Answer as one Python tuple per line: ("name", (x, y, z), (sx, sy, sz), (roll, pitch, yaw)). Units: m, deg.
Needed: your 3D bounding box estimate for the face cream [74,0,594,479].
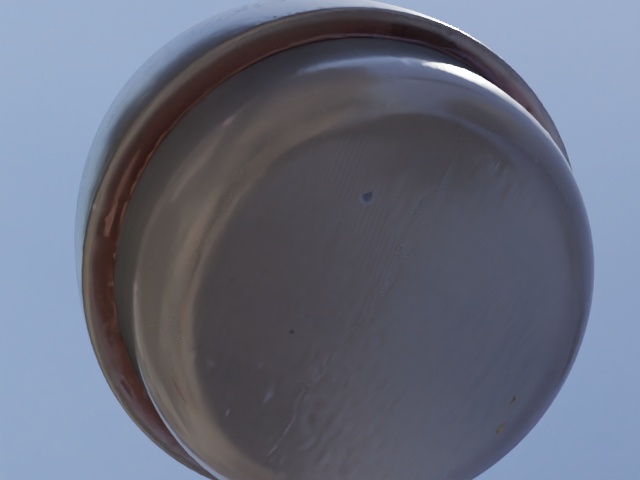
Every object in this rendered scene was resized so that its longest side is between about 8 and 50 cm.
("face cream", (0.000, 0.000, 0.393), (0.104, 0.117, 0.117), (-130, -139, -66))
